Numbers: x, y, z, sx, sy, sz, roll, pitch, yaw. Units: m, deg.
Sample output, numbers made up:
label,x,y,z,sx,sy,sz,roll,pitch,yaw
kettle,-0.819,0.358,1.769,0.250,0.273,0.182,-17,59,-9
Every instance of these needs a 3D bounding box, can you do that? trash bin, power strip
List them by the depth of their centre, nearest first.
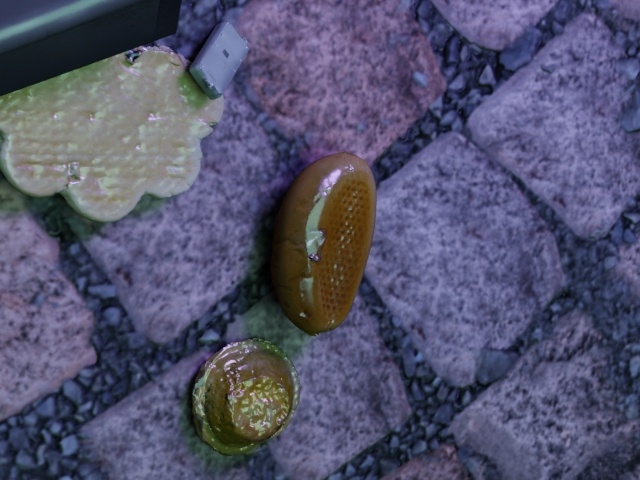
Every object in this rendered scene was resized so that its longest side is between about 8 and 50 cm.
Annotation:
label,x,y,z,sx,sy,sz,roll,pitch,yaw
trash bin,-0.259,-0.222,1.528,0.240,0.122,0.164,-26,73,-20
power strip,-0.097,-0.174,1.702,0.040,0.016,0.090,52,39,-25

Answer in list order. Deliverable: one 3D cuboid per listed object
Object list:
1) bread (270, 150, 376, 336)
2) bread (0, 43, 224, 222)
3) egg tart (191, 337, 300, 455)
label,x,y,z,sx,sy,sz,roll,pitch,yaw
bread,0.000,0.000,1.796,0.114,0.077,0.189,6,99,-51
bread,-0.217,-0.116,1.661,0.251,0.039,0.181,21,92,-32
egg tart,-0.072,0.163,1.811,0.129,0.049,0.128,-7,104,-29
